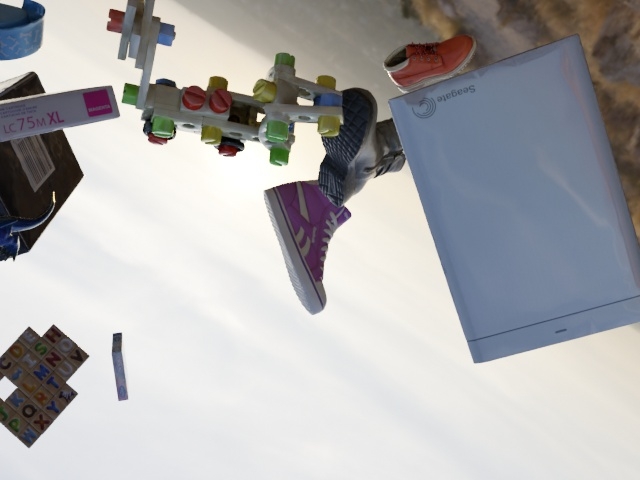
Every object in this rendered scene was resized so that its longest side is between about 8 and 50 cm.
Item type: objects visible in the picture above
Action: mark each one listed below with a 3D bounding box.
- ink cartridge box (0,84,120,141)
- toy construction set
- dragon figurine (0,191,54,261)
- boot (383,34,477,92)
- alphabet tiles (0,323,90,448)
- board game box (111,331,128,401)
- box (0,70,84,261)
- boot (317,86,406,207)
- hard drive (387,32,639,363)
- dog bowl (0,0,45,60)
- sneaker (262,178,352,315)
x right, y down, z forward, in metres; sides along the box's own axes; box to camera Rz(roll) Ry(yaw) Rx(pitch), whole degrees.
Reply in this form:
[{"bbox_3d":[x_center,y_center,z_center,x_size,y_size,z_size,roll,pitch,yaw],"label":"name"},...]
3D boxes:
[{"bbox_3d":[-0.470,-0.213,1.253,0.185,0.065,0.311,-17,-166,-27],"label":"ink cartridge box"},{"bbox_3d":[-0.142,-0.199,1.013,0.327,0.151,0.215,24,164,-14],"label":"toy construction set"},{"bbox_3d":[-0.523,-0.025,1.152,0.289,0.144,0.085,-29,-112,-34],"label":"dragon figurine"},{"bbox_3d":[0.184,-0.311,1.267,0.084,0.158,0.059,32,-139,-50],"label":"boot"},{"bbox_3d":[-0.653,0.318,1.715,0.198,0.237,0.009,39,167,8],"label":"alphabet tiles"},{"bbox_3d":[-0.345,0.216,1.292,0.020,0.090,0.090,-7,-164,-12],"label":"board game box"},{"bbox_3d":[-0.836,-0.118,1.627,0.480,0.471,0.297,-97,-10,-66],"label":"box"},{"bbox_3d":[0.081,-0.167,1.149,0.083,0.161,0.246,47,153,20],"label":"boot"},{"bbox_3d":[0.248,-0.043,0.921,0.047,0.233,0.353,-48,-61,-75],"label":"hard drive"},{"bbox_3d":[-0.679,-0.429,1.482,0.297,0.074,0.166,16,-141,17],"label":"dog bowl"},{"bbox_3d":[0.000,-0.001,1.474,0.102,0.161,0.282,105,149,-67],"label":"sneaker"}]
